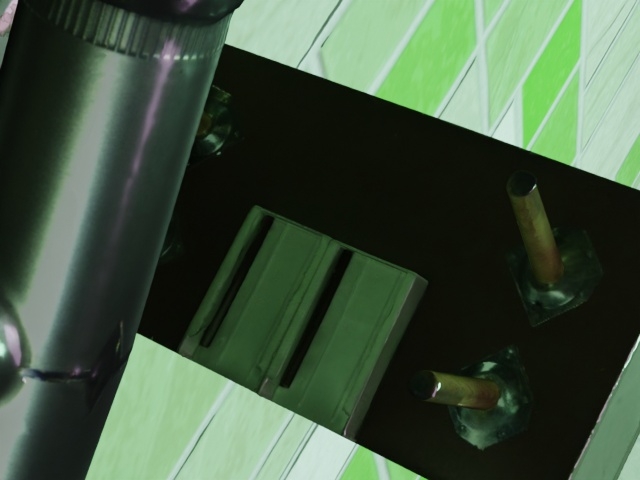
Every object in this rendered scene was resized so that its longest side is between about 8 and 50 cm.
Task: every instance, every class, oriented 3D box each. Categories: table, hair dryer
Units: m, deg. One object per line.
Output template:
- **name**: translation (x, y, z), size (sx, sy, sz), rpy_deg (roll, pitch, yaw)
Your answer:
- **table**: translation (0.000, 0.000, 0.597), size (0.111, 0.240, 0.121), rpy_deg (34, 80, -57)
- **hair dryer**: translation (-0.105, -0.007, 0.423), size (0.320, 0.156, 0.284), rpy_deg (-67, 164, 15)

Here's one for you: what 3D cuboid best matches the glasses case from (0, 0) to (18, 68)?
- **glasses case**: translation (-0.092, -0.088, 0.556), size (0.083, 0.021, 0.032), rpy_deg (-56, 156, -22)
